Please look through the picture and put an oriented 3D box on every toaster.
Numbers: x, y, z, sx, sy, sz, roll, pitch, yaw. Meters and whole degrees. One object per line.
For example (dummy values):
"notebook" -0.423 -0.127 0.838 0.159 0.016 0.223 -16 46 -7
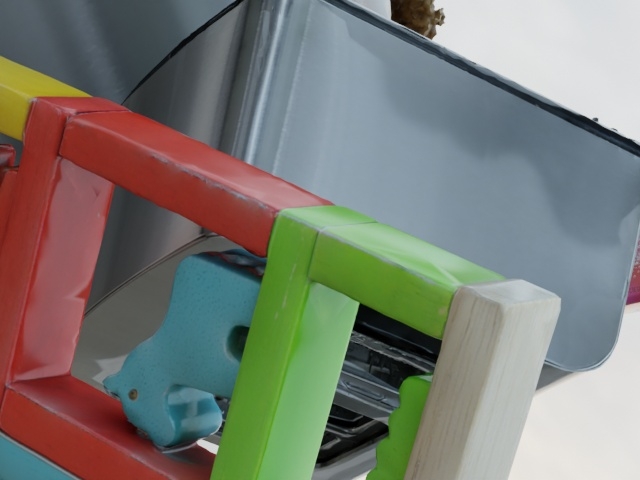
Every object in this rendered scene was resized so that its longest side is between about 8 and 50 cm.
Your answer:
"toaster" 0.000 0.000 0.646 0.186 0.110 0.168 24 -32 -22

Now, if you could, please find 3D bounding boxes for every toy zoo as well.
"toy zoo" -0.086 0.052 0.521 0.293 0.192 0.030 25 17 32

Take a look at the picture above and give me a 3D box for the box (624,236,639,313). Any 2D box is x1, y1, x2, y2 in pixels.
"box" 0.325 -0.005 1.655 0.128 0.257 0.122 117 -38 -80

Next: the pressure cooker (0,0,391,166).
"pressure cooker" -0.177 -0.193 0.783 0.375 0.370 0.420 -117 -175 -53

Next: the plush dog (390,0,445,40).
"plush dog" 0.007 -0.267 1.246 0.210 0.262 0.225 46 -27 39
